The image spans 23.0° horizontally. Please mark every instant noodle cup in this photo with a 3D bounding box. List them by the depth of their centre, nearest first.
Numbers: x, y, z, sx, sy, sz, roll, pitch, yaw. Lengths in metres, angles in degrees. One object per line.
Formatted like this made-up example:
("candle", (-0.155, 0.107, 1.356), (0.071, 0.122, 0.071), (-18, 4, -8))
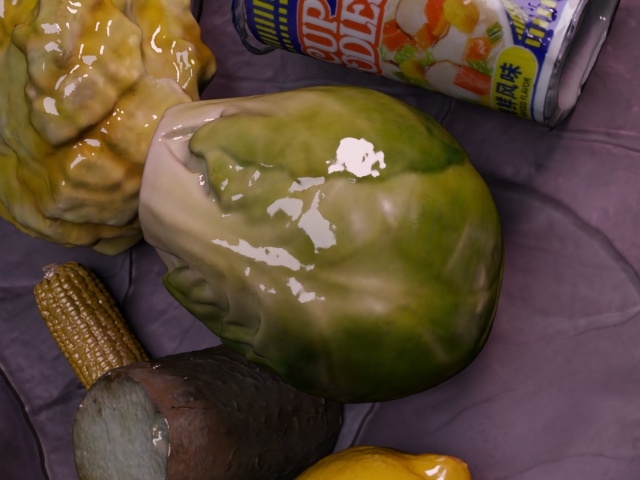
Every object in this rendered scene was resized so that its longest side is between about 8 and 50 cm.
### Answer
("instant noodle cup", (0.118, -0.254, 1.498), (0.312, 0.284, 0.284), (24, 93, 16))

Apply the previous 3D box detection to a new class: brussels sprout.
("brussels sprout", (0.002, -0.005, 1.463), (0.355, 0.289, 0.281), (20, 88, 2))

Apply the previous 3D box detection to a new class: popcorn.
("popcorn", (-0.263, -0.156, 1.622), (0.292, 0.293, 0.334), (-25, 56, 16))

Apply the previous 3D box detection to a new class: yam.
("yam", (-0.114, 0.184, 1.536), (0.161, 0.268, 0.161), (4, 97, 34))

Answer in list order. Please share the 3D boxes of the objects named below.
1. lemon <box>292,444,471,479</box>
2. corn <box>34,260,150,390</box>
("lemon", (0.043, 0.315, 1.464), (0.233, 0.233, 0.288), (43, 97, 21))
("corn", (-0.231, 0.118, 1.680), (0.080, 0.080, 0.238), (-41, 71, 13))
